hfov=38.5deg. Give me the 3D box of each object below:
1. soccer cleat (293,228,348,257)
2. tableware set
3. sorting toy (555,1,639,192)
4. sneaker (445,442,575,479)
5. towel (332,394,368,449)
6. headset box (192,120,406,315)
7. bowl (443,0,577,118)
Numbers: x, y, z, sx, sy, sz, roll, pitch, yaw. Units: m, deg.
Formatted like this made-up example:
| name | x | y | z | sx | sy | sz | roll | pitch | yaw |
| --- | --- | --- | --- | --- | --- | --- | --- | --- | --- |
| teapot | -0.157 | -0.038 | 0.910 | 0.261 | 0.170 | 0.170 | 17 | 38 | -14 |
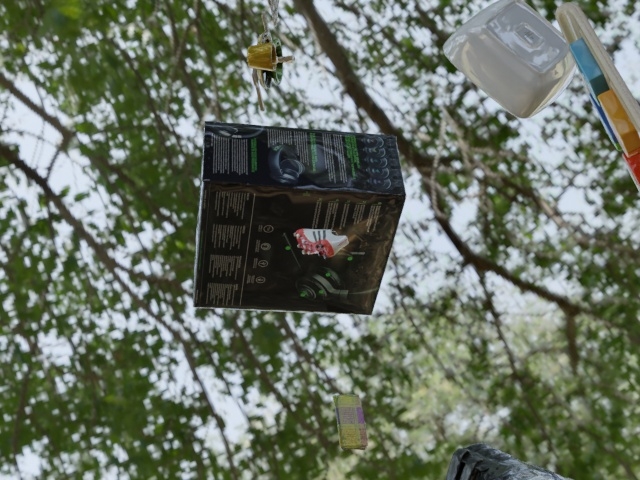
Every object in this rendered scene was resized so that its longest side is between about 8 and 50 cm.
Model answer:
| name | x | y | z | sx | sy | sz | roll | pitch | yaw |
| --- | --- | --- | --- | --- | --- | --- | --- | --- | --- |
| soccer cleat | 0.000 | 0.000 | 1.029 | 0.036 | 0.083 | 0.029 | -27 | -70 | -23 |
| tableware set | -0.038 | -0.191 | 0.747 | 0.024 | 0.154 | 0.104 | 0 | -33 | 8 |
| sorting toy | 0.305 | -0.117 | 0.924 | 0.038 | 0.208 | 0.193 | -30 | -39 | 13 |
| sneaker | 0.201 | 0.302 | 1.062 | 0.296 | 0.147 | 0.104 | 22 | -98 | -64 |
| towel | 0.044 | 0.272 | 1.368 | 0.009 | 0.083 | 0.060 | -25 | -23 | 40 |
| headset box | -0.029 | -0.025 | 1.271 | 0.283 | 0.131 | 0.246 | 3 | -45 | -8 |
| bowl | 0.233 | -0.224 | 1.077 | 0.142 | 0.142 | 0.053 | -40 | -11 | -38 |
